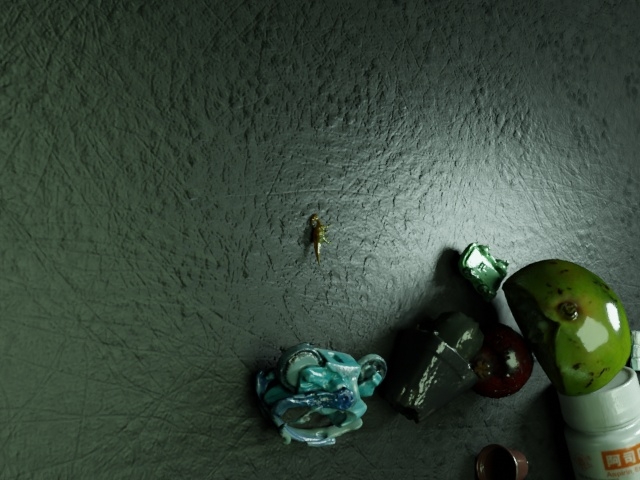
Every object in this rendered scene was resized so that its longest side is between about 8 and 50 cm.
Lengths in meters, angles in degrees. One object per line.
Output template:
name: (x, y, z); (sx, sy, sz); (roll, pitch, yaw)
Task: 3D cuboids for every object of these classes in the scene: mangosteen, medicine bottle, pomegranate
mangosteen: (0.410, 0.272, 1.732); (0.180, 0.166, 0.166); (-13, 94, -60)
medicine bottle: (0.721, 0.515, 1.875); (0.211, 0.211, 0.372); (-19, 97, -32)
pomegranate: (0.572, 0.190, 1.724); (0.216, 0.358, 0.310); (-31, 65, 5)

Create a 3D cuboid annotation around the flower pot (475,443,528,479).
flower pot: (0.429, 0.527, 1.761); (0.089, 0.111, 0.111); (12, 80, -47)

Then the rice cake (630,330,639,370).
rice cake: (0.942, 0.304, 2.135); (0.211, 0.038, 0.124); (6, 83, -32)

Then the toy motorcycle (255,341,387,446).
toy motorcycle: (0.002, 0.302, 1.480); (0.260, 0.154, 0.206); (15, 102, -35)

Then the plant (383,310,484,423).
plant: (0.244, 0.265, 1.633); (0.256, 0.142, 0.164); (-47, 111, -14)

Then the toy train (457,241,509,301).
toy train: (0.377, 0.076, 1.771); (0.149, 0.081, 0.099); (40, 67, -18)

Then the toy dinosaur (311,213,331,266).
toy dinosaur: (0.003, -0.001, 1.561); (0.041, 0.026, 0.113); (-2, 78, -26)
